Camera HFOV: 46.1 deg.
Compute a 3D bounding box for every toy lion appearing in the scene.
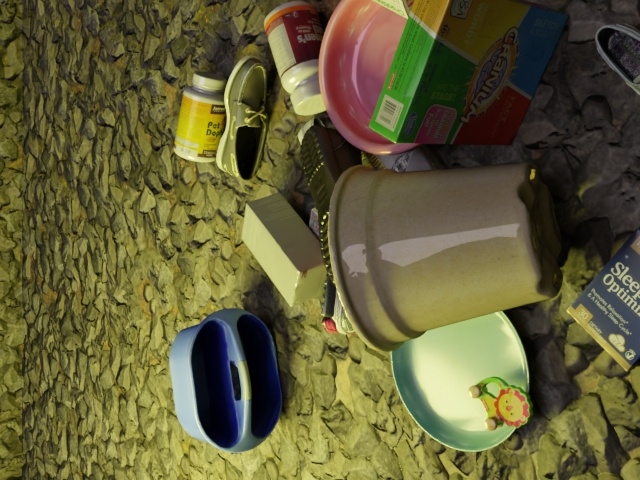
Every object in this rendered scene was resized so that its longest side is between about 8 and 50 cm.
[{"bbox_3d":[0.322,0.283,1.320,0.096,0.034,0.100,-40,65,34],"label":"toy lion"}]

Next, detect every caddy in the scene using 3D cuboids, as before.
[{"bbox_3d":[-0.220,0.335,1.814,0.179,0.241,0.341,-12,86,53],"label":"caddy"}]

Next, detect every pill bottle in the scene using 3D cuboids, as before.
[{"bbox_3d":[-0.038,-0.392,1.626,0.121,0.121,0.221,-30,73,44],"label":"pill bottle"},{"bbox_3d":[-0.301,-0.316,1.919,0.117,0.117,0.214,33,118,40],"label":"pill bottle"}]

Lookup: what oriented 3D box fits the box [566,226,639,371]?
[{"bbox_3d":[0.500,0.078,1.163,0.136,0.037,0.225,51,126,31],"label":"box"}]

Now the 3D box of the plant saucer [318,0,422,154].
[{"bbox_3d":[0.141,-0.324,1.385,0.332,0.084,0.331,7,100,44],"label":"plant saucer"}]

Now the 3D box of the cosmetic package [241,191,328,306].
[{"bbox_3d":[-0.079,0.019,1.709,0.238,0.107,0.127,50,145,28],"label":"cosmetic package"}]

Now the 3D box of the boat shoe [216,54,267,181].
[{"bbox_3d":[-0.173,-0.287,1.796,0.091,0.109,0.304,39,127,37],"label":"boat shoe"}]

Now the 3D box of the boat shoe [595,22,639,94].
[{"bbox_3d":[0.489,-0.240,1.107,0.227,0.081,0.079,55,129,28],"label":"boat shoe"}]

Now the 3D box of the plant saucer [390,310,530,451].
[{"bbox_3d":[0.265,0.237,1.425,0.318,0.044,0.317,6,98,47],"label":"plant saucer"}]

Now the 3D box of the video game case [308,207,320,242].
[{"bbox_3d":[0.000,0.000,1.683,0.087,0.011,0.122,44,138,38],"label":"video game case"}]

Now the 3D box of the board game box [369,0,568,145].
[{"bbox_3d":[0.242,-0.273,1.197,0.064,0.317,0.242,39,122,37],"label":"board game box"}]

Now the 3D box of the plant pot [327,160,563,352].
[{"bbox_3d":[0.227,0.007,1.256,0.306,0.334,0.333,-11,86,28],"label":"plant pot"}]

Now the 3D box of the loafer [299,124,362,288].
[{"bbox_3d":[0.068,-0.059,1.450,0.134,0.130,0.365,142,118,-62],"label":"loafer"}]

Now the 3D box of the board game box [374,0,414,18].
[{"bbox_3d":[0.188,-0.527,1.290,0.305,0.053,0.193,-43,53,-6],"label":"board game box"}]

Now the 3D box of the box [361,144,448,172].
[{"bbox_3d":[0.138,-0.154,1.511,0.183,0.056,0.231,-50,59,38],"label":"box"}]

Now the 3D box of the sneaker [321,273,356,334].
[{"bbox_3d":[0.074,0.047,1.575,0.112,0.121,0.298,4,86,11],"label":"sneaker"}]

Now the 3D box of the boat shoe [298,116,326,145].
[{"bbox_3d":[0.013,-0.191,1.643,0.063,0.066,0.184,-49,50,39],"label":"boat shoe"}]
